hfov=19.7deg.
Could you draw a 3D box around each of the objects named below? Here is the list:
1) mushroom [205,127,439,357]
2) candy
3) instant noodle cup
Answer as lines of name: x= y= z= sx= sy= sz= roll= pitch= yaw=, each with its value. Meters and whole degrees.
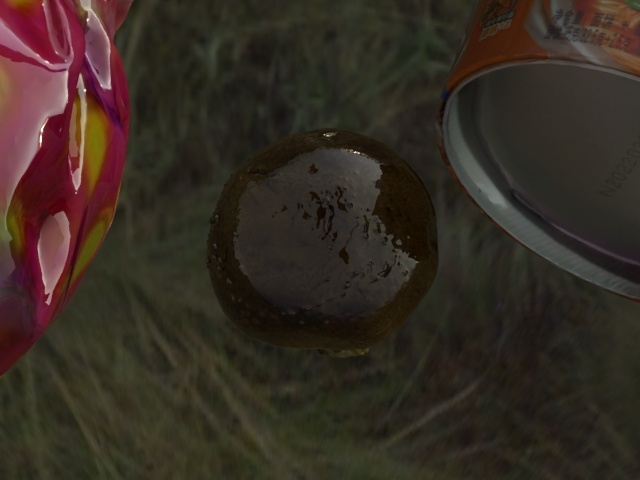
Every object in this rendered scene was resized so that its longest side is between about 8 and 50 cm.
mushroom: x=0.000 y=0.000 z=0.947 sx=0.127 sy=0.087 sz=0.127 roll=-4 pitch=79 yaw=22
candy: x=-0.033 y=-0.106 z=0.463 sx=0.124 sy=0.124 sz=0.365 roll=36 pitch=72 yaw=9
instant noodle cup: x=0.183 y=-0.095 z=0.888 sx=0.250 sy=0.250 sz=0.192 roll=26 pitch=65 yaw=6
